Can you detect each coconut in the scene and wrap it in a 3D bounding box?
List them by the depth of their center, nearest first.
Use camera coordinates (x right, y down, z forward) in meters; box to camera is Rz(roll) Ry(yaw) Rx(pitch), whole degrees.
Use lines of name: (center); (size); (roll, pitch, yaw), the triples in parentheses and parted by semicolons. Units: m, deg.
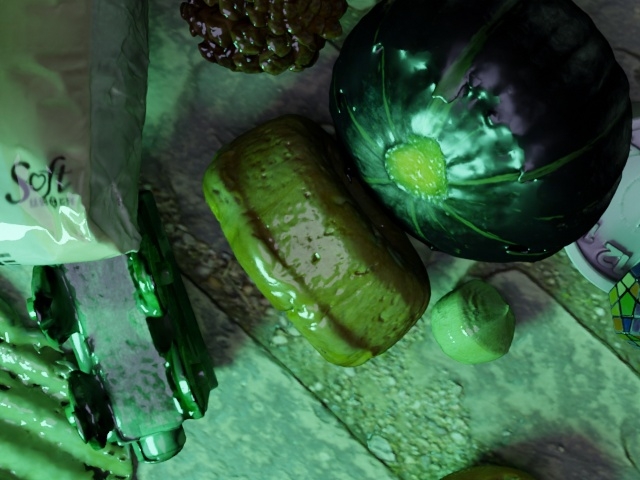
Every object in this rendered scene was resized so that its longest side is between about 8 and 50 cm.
coconut: (0.162, 0.085, 1.524); (0.096, 0.088, 0.088); (-26, 105, 42)

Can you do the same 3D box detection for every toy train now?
toy train: (-0.201, 0.089, 1.481); (0.145, 0.202, 0.266); (-18, 101, 0)

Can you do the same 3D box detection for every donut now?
donut: (0.000, 0.000, 1.446); (0.128, 0.208, 0.261); (-36, 106, 13)

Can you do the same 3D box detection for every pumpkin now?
pumpkin: (0.164, -0.128, 1.377); (0.296, 0.296, 0.295); (1, 107, 4)

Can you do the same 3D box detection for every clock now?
clock: (0.335, -0.038, 1.479); (0.197, 0.068, 0.196); (1, 108, 4)

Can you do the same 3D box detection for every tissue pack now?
tissue pack: (-0.343, -0.132, 1.383); (0.376, 0.195, 0.390); (-7, 70, 13)

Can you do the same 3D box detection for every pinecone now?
pinecone: (-0.059, -0.230, 1.410); (0.174, 0.173, 0.173); (1, 107, 4)

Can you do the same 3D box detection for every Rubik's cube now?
Rubik's cube: (0.336, 0.064, 1.426); (0.111, 0.111, 0.093); (-44, 74, 15)

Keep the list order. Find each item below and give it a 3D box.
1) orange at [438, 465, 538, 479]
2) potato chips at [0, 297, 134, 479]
orange: (0.171, 0.306, 1.577); (0.170, 0.112, 0.160); (36, 96, -31)
potato chips: (-0.413, 0.241, 1.575); (0.373, 0.097, 0.389); (-43, 98, -18)
